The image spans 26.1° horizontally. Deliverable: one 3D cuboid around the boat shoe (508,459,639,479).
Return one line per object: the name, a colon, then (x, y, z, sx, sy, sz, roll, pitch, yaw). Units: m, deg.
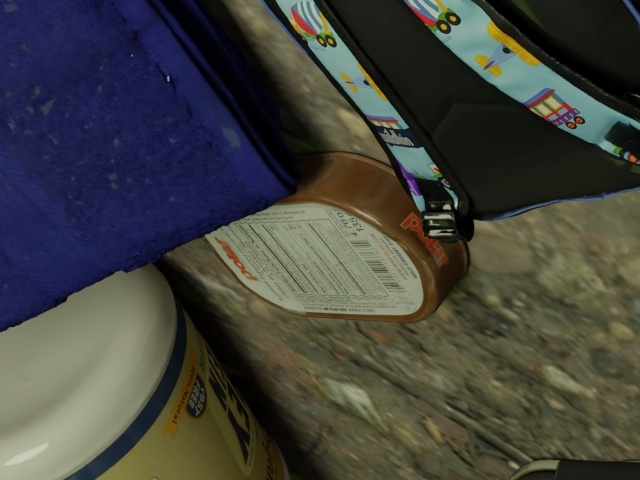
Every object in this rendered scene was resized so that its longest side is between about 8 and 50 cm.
boat shoe: (0.160, 0.179, 0.844, 0.075, 0.065, 0.206, 42, 153, -10)

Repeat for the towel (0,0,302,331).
towel: (-0.193, -0.055, 0.714, 0.308, 0.076, 0.228, -24, 126, 18)

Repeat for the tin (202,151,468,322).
tin: (0.000, 0.000, 0.786, 0.189, 0.040, 0.106, -1, 130, 52)

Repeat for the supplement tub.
supplement tub: (-0.155, 0.173, 1.036, 0.228, 0.228, 0.316, 14, 146, 39)

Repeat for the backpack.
backpack: (0.055, -0.098, 0.465, 0.173, 0.117, 0.158, 45, 153, -18)

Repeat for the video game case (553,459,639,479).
video game case: (0.273, 0.204, 0.706, 0.248, 0.035, 0.275, -3, 136, 29)
